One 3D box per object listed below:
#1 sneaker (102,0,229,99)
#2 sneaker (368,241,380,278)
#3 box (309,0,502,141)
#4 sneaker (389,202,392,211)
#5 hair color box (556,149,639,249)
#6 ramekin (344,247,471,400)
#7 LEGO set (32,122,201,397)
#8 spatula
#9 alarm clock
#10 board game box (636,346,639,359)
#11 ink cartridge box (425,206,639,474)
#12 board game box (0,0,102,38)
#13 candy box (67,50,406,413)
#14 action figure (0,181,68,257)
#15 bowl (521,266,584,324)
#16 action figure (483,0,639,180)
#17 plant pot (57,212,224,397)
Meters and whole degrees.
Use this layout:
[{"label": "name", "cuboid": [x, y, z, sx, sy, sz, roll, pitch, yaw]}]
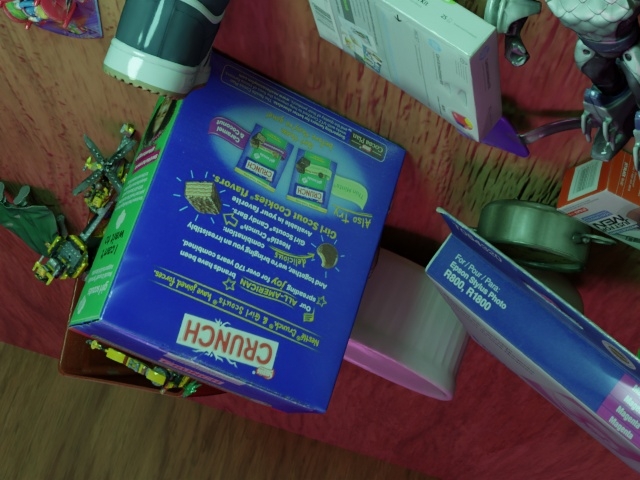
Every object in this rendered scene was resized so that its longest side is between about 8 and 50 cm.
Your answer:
[{"label": "sneaker", "cuboid": [-0.129, -0.223, 1.097, 0.099, 0.153, 0.282, 18, -168, -9]}, {"label": "sneaker", "cuboid": [0.000, 0.000, 1.550, 0.066, 0.071, 0.188, -5, -165, -41]}, {"label": "box", "cuboid": [0.067, -0.175, 1.004, 0.186, 0.038, 0.145, 38, 169, 22]}, {"label": "sneaker", "cuboid": [0.009, -0.048, 1.487, 0.162, 0.063, 0.073, 16, 165, 9]}, {"label": "hair color box", "cuboid": [0.342, -0.030, 1.242, 0.167, 0.053, 0.093, 22, 161, -16]}, {"label": "ramekin", "cuboid": [0.084, 0.104, 1.667, 0.277, 0.135, 0.277, 26, 170, 5]}, {"label": "LEGO set", "cuboid": [-0.239, 0.037, 1.544, 0.331, 0.255, 0.192, 51, -163, 15]}, {"label": "spatula", "cuboid": [0.246, -0.107, 1.146, 0.296, 0.030, 0.084, 5, 155, 35]}, {"label": "alarm clock", "cuboid": [0.255, -0.006, 1.345, 0.129, 0.064, 0.192, 21, 172, -35]}, {"label": "board game box", "cuboid": [0.467, 0.138, 1.126, 0.242, 0.064, 0.316, 20, 174, -5]}, {"label": "ink cartridge box", "cuboid": [0.267, 0.134, 1.364, 0.324, 0.071, 0.330, 40, 177, 31]}, {"label": "board game box", "cuboid": [-0.300, -0.247, 1.255, 0.133, 0.033, 0.169, 18, 161, 0]}, {"label": "candy box", "cuboid": [-0.083, -0.003, 1.298, 0.268, 0.317, 0.122, 25, 160, -20]}, {"label": "action figure", "cuboid": [-0.471, -0.020, 2.007, 0.137, 0.064, 0.232, 10, 156, 18]}, {"label": "bowl", "cuboid": [0.265, 0.061, 1.569, 0.142, 0.053, 0.142, -2, 153, 44]}, {"label": "action figure", "cuboid": [0.230, -0.149, 0.936, 0.185, 0.099, 0.285, 26, 165, 38]}, {"label": "plant pot", "cuboid": [-0.210, 0.107, 1.864, 0.267, 0.268, 0.235, 4, 171, 35]}]
